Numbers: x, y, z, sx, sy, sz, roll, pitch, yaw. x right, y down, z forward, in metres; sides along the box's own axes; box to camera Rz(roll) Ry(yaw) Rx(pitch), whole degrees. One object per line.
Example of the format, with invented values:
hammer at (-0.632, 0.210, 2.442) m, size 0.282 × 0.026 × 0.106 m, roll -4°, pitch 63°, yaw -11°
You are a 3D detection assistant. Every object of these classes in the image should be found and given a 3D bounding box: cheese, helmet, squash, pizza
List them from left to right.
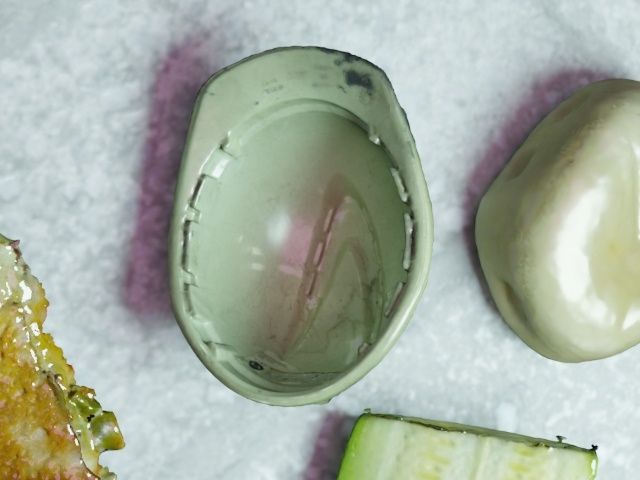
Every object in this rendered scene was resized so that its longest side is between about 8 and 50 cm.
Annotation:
pizza at (-0.239, 0.108, 1.105) m, size 0.147 × 0.069 × 0.226 m, roll -24°, pitch 103°, yaw 1°
helmet at (0.001, -0.004, 1.136) m, size 0.204 × 0.137 × 0.257 m, roll 1°, pitch 83°, yaw 22°
squash at (0.097, 0.284, 1.184) m, size 0.203 × 0.111 × 0.289 m, roll 8°, pitch 86°, yaw 15°
cheese at (0.240, -0.010, 1.216) m, size 0.218 × 0.117 × 0.235 m, roll 17°, pitch 91°, yaw -18°
